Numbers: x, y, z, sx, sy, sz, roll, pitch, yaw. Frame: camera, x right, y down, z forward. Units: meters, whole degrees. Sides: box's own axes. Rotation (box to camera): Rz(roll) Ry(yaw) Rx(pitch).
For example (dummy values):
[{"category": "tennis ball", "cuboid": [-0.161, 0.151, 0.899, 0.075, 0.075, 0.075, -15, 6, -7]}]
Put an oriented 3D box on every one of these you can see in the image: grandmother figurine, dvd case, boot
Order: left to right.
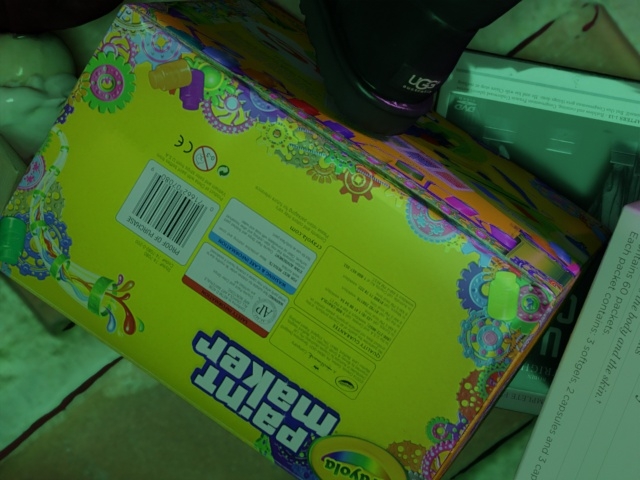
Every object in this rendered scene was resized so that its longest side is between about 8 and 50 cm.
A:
[{"category": "grandmother figurine", "cuboid": [-0.189, -0.217, 1.315, 0.208, 0.104, 0.342, 13, 105, 33]}, {"category": "boot", "cuboid": [0.063, -0.210, 1.118, 0.207, 0.094, 0.246, -44, 49, 35]}, {"category": "dvd case", "cuboid": [0.151, 0.000, 1.343, 0.179, 0.029, 0.238, 11, 99, 5]}]

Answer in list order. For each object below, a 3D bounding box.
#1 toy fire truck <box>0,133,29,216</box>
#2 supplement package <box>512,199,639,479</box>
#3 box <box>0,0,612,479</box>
[{"category": "toy fire truck", "cuboid": [-0.317, -0.004, 1.341, 0.246, 0.158, 0.217, -43, 92, -1]}, {"category": "supplement package", "cuboid": [0.289, 0.109, 1.194, 0.263, 0.198, 0.199, 25, 105, 19]}, {"category": "box", "cuboid": [0.000, 0.000, 1.210, 0.290, 0.279, 0.177, 34, 105, 8]}]
